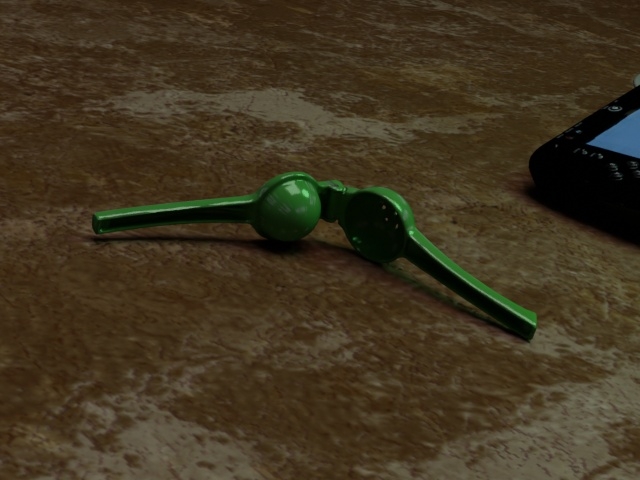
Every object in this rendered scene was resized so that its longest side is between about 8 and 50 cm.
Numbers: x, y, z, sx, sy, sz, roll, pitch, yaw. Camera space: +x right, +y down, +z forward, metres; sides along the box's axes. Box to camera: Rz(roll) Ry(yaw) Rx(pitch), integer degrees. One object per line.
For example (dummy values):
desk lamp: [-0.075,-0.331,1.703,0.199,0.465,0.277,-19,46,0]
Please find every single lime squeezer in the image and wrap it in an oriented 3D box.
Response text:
lime squeezer: [0.000,0.000,1.066,0.310,0.059,0.110,14,51,-1]

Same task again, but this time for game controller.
game controller: [0.329,-0.094,1.382,0.166,0.067,0.319,28,38,29]

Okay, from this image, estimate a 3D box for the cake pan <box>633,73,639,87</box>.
cake pan: [0.470,-0.111,1.603,0.293,0.054,0.293,11,21,-4]
